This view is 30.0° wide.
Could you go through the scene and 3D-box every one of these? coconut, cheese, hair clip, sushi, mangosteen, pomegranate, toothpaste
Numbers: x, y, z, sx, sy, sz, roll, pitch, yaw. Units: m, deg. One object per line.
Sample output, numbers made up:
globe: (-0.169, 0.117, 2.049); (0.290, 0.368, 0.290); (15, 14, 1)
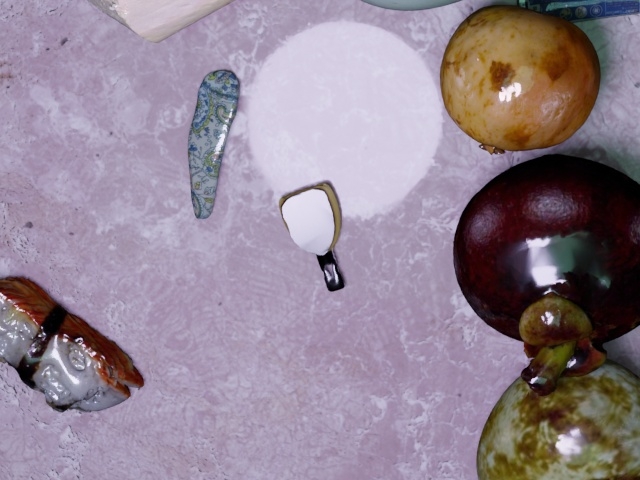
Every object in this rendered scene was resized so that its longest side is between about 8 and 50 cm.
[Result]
coconut: (-0.227, -0.399, 1.621); (0.244, 0.239, 0.239); (-24, 99, 12)
cheese: (0.000, 0.000, 1.787); (0.086, 0.036, 0.162); (-19, 100, 6)
hair clip: (-0.163, -0.139, 1.771); (0.066, 0.036, 0.229); (12, 103, 9)
sushi: (-0.429, 0.159, 1.818); (0.332, 0.124, 0.130); (38, 96, -6)
mangosteen: (0.329, 0.028, 1.631); (0.297, 0.293, 0.297); (3, 116, 6)
pomegranate: (0.267, -0.211, 1.625); (0.215, 0.215, 0.215); (1, 103, 5)
toothpaste: (0.376, -0.330, 1.678); (0.197, 0.035, 0.057); (-4, 97, 10)

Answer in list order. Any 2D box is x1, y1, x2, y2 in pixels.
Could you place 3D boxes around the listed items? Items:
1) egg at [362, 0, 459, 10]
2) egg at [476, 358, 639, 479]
egg: (0.171, -0.458, 1.543); (0.389, 0.276, 0.276); (-36, 97, 14)
egg: (0.354, 0.295, 1.718); (0.238, 0.238, 0.289); (45, 114, -5)
